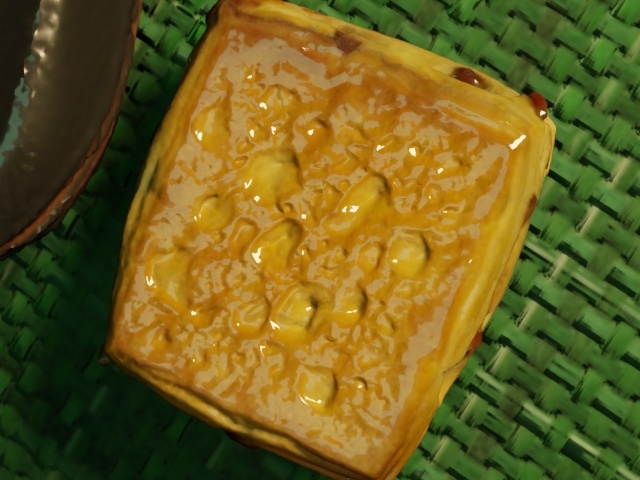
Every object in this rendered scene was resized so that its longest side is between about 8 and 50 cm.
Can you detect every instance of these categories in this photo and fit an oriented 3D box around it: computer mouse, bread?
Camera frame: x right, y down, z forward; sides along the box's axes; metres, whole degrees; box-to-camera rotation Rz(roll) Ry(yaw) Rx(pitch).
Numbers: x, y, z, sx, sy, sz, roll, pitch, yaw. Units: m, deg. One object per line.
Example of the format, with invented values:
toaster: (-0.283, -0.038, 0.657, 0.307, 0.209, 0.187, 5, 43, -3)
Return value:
computer mouse: (-0.188, -0.141, 1.021, 0.183, 0.116, 0.323, 12, 90, 18)
bread: (0.000, 0.000, 0.983, 0.210, 0.099, 0.235, 23, 94, 13)
